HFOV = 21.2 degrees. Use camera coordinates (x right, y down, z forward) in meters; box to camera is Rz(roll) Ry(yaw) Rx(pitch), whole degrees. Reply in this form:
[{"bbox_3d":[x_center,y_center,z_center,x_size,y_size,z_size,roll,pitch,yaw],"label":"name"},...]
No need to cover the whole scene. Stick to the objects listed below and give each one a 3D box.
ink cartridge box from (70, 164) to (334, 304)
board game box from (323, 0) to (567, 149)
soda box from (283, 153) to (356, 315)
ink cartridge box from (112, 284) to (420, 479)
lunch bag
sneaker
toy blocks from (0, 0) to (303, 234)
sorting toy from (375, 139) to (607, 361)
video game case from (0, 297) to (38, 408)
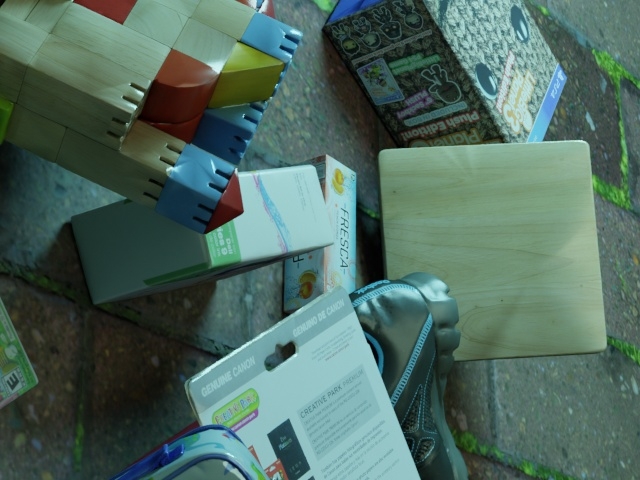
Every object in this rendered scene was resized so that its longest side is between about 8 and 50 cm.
[{"bbox_3d":[-0.111,-0.009,1.664,0.212,0.154,0.093,-13,87,-57],"label":"ink cartridge box"},{"bbox_3d":[0.166,-0.239,2.181,0.291,0.141,0.232,55,37,-25],"label":"board game box"},{"bbox_3d":[0.000,0.000,1.910,0.063,0.058,0.183,31,53,-47],"label":"soda box"},{"bbox_3d":[-0.048,0.222,1.677,0.309,0.130,0.272,-29,100,-57],"label":"ink cartridge box"},{"bbox_3d":[-0.129,0.271,1.463,0.176,0.219,0.090,56,3,-16],"label":"lunch bag"},{"bbox_3d":[0.076,0.210,1.874,0.139,0.125,0.341,-8,94,-37],"label":"sneaker"},{"bbox_3d":[-0.144,-0.173,1.549,0.261,0.191,0.381,25,45,-3],"label":"toy blocks"},{"bbox_3d":[0.199,0.018,2.059,0.089,0.257,0.255,124,-38,-80],"label":"sorting toy"},{"bbox_3d":[-0.339,0.064,1.420,0.193,0.023,0.212,-35,106,-55],"label":"video game case"}]
